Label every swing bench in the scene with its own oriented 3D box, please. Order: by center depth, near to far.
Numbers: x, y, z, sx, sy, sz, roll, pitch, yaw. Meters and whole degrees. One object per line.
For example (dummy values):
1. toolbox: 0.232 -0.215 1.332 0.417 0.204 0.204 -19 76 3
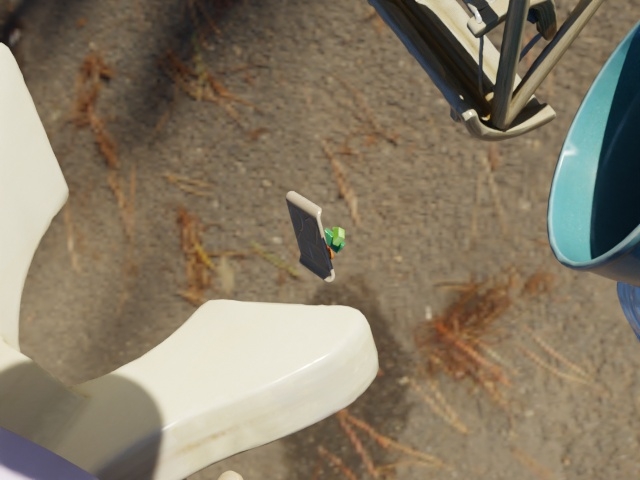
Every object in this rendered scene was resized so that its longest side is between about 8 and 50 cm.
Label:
1. swing bench: 0.146 -0.264 1.241 0.253 0.165 0.255 54 149 24

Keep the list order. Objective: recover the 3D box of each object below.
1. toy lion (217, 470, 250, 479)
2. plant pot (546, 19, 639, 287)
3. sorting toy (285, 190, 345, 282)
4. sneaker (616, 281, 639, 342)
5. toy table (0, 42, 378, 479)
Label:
1. toy lion: -0.074 0.238 0.910 0.096 0.034 0.100 -42 46 10
2. plant pot: 0.387 -0.053 1.115 0.271 0.255 0.272 -157 90 -77
3. sorting toy: 0.000 0.000 0.931 0.083 0.012 0.062 33 138 57
4. sneaker: 0.387 0.119 1.273 0.212 0.080 0.094 61 158 -6
5. toy table: -0.126 0.075 0.447 0.274 0.161 0.252 12 130 20
